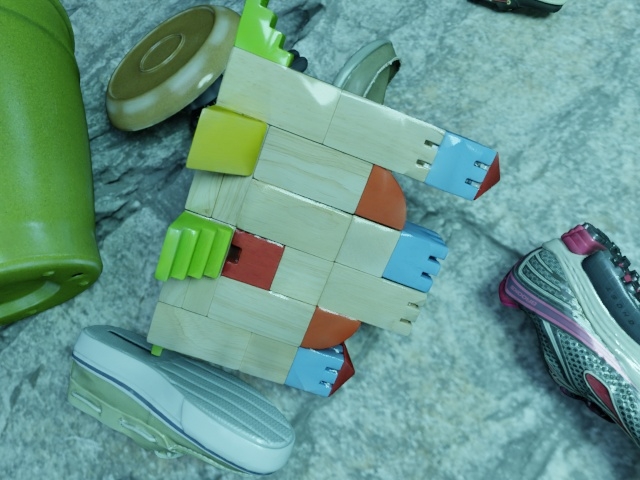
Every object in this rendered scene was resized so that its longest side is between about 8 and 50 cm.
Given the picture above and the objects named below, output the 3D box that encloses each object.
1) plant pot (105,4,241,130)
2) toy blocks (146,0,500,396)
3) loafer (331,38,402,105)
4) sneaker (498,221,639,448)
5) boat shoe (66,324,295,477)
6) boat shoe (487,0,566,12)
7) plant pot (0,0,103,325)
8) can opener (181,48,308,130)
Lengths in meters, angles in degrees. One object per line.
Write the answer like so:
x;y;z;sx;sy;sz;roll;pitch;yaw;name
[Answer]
-0.211;-0.250;0.669;0.236;0.032;0.237;-16;50;20;plant pot
0.000;0.000;0.487;0.260;0.191;0.382;20;108;-7;toy blocks
0.036;-0.122;0.591;0.087;0.094;0.251;30;92;11;loafer
0.283;0.135;0.442;0.112;0.120;0.300;-37;66;32;sneaker
-0.165;0.188;0.542;0.302;0.109;0.094;19;94;28;boat shoe
0.248;-0.320;0.621;0.132;0.042;0.049;31;62;21;boat shoe
-0.436;-0.082;0.575;0.366;0.366;0.353;-24;80;5;plant pot
-0.100;-0.206;0.663;0.185;0.073;0.059;-26;60;-5;can opener
